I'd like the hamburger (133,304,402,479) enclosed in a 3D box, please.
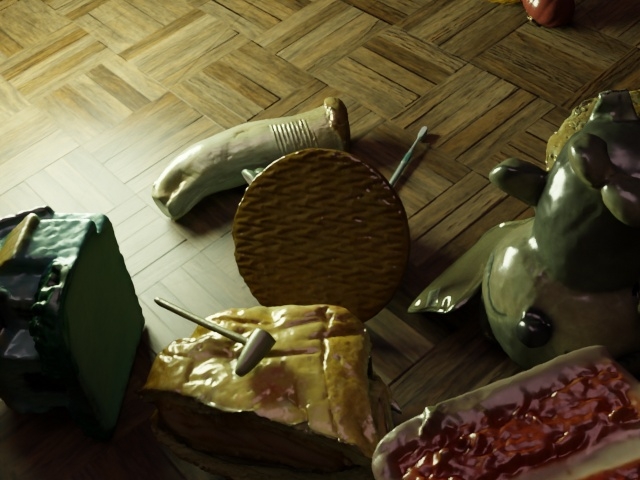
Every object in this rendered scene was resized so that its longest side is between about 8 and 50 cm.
[{"bbox_3d":[-0.032,0.181,1.112,0.330,0.162,0.209,6,45,26],"label":"hamburger"}]

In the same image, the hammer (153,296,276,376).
[{"bbox_3d":[-0.142,0.110,1.092,0.195,0.028,0.060,18,58,38],"label":"hammer"}]

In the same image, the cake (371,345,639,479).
[{"bbox_3d":[0.226,0.282,0.910,0.309,0.230,0.237,-21,48,-7],"label":"cake"}]

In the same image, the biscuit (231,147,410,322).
[{"bbox_3d":[0.000,0.000,1.255,0.262,0.261,0.037,8,9,21],"label":"biscuit"}]

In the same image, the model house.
[{"bbox_3d":[-0.396,0.105,1.191,0.249,0.280,0.229,0,46,6],"label":"model house"}]

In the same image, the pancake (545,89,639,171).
[{"bbox_3d":[0.496,-0.107,1.322,0.356,0.065,0.356,-5,47,6],"label":"pancake"}]

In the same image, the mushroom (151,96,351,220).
[{"bbox_3d":[-0.111,-0.136,1.484,0.351,0.095,0.122,-23,63,-5],"label":"mushroom"}]

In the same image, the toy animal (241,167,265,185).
[{"bbox_3d":[-0.017,-0.047,1.371,0.251,0.127,0.125,17,78,38],"label":"toy animal"}]

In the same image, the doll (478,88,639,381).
[{"bbox_3d":[0.361,0.019,1.067,0.379,0.382,0.252,-15,50,-26],"label":"doll"}]

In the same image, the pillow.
[{"bbox_3d":[0.215,0.033,1.242,0.217,0.033,0.130,-40,14,-26],"label":"pillow"}]

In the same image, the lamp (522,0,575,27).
[{"bbox_3d":[0.409,-0.427,1.628,0.101,0.090,0.101,27,36,-22],"label":"lamp"}]

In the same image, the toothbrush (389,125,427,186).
[{"bbox_3d":[0.137,-0.126,1.464,0.011,0.014,0.167,16,55,25],"label":"toothbrush"}]

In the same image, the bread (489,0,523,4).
[{"bbox_3d":[0.372,-0.584,1.736,0.312,0.172,0.312,-5,43,5],"label":"bread"}]
